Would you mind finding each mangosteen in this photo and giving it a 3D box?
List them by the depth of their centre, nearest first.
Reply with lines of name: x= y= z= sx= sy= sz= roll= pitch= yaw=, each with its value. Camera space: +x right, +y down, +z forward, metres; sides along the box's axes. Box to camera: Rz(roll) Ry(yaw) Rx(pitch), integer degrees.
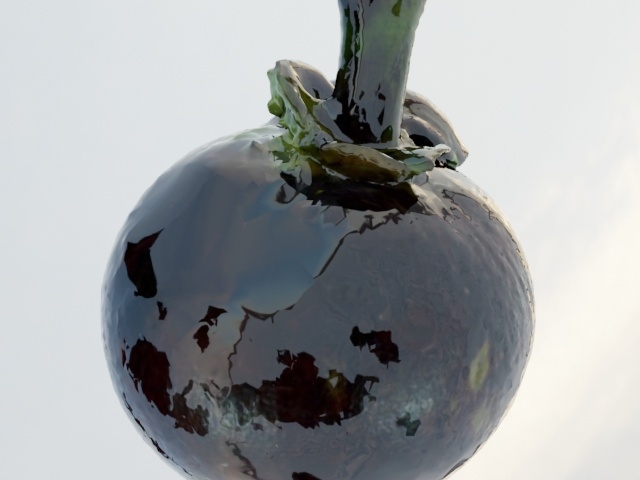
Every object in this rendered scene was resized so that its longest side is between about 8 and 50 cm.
mangosteen: x=0.000 y=0.000 z=0.812 sx=0.231 sy=0.231 sz=0.289 roll=-28 pitch=-52 yaw=-47
